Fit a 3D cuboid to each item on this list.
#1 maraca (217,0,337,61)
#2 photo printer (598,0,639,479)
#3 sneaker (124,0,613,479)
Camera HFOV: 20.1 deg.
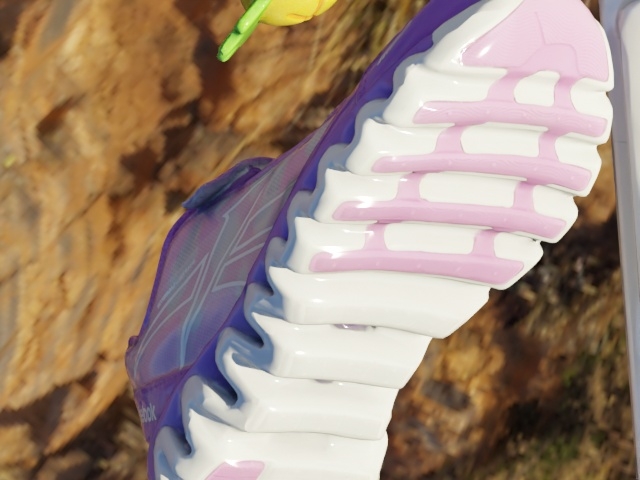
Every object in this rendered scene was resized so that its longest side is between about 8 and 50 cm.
[{"bbox_3d":[-0.030,-0.232,1.578,0.099,0.127,0.186,38,86,1],"label":"maraca"},{"bbox_3d":[0.256,0.009,0.613,0.307,0.107,0.256,-4,108,9],"label":"photo printer"},{"bbox_3d":[0.000,0.000,0.590,0.095,0.104,0.236,12,123,-35],"label":"sneaker"}]
